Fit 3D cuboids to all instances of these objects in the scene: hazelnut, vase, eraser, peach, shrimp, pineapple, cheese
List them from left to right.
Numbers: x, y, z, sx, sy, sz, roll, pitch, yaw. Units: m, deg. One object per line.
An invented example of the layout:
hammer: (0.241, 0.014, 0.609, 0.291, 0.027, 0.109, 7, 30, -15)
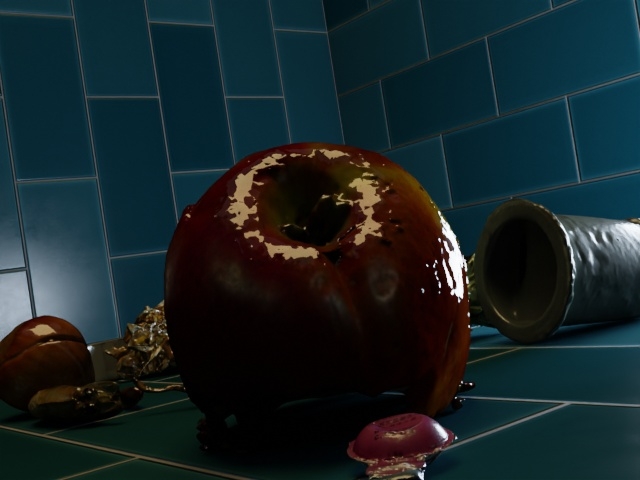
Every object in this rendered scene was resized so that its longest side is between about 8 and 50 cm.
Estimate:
hazelnut: (-0.480, 0.223, 1.440, 0.182, 0.182, 0.182, -9, -2, 0)
shrimp: (-0.351, 0.251, 1.298, 0.253, 0.058, 0.173, -14, -13, 41)
eraser: (-0.407, 0.254, 1.874, 0.061, 0.089, 0.351, -15, -4, 39)
pineapple: (-0.312, 0.205, 1.815, 0.158, 0.161, 0.334, -7, -3, 41)
peach: (0.006, 0.086, 0.964, 0.338, 0.353, 0.417, -2, -42, 5)
cheese: (0.066, 0.175, 0.693, 0.095, 0.038, 0.145, -10, 4, 10)
vase: (0.451, 0.051, 1.430, 0.291, 0.245, 0.245, 0, -5, -26)

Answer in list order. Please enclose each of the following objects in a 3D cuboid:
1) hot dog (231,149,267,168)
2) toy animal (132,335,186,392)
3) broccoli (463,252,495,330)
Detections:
hot dog: (0.000, 0.000, 1.397, 0.367, 0.366, 0.196, 12, -47, -17)
toy animal: (-0.148, 0.204, 1.239, 0.255, 0.116, 0.114, -12, -45, 2)
broccoli: (0.240, 0.129, 1.522, 0.304, 0.165, 0.145, -23, 13, -29)
